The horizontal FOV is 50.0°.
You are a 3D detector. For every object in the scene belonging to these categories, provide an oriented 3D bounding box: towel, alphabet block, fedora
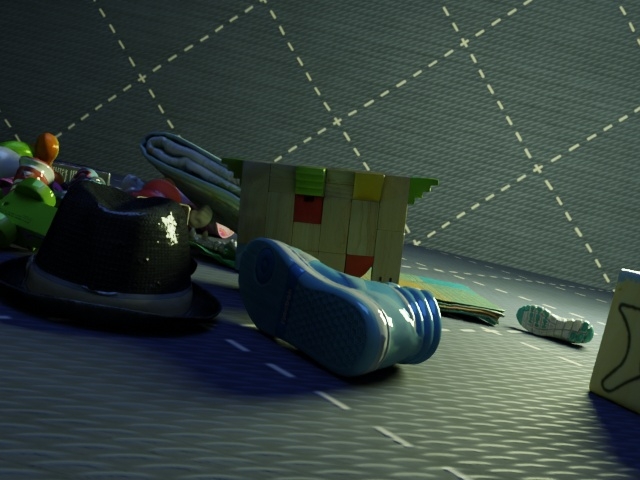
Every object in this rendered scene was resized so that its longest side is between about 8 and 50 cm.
[{"bbox_3d":[-0.224,-0.094,1.631,0.374,0.090,0.320,30,-14,25],"label":"towel"},{"bbox_3d":[0.551,0.167,1.019,0.193,0.197,0.192,10,7,-28],"label":"alphabet block"},{"bbox_3d":[-0.270,0.007,0.933,0.334,0.152,0.334,13,5,-1],"label":"fedora"},{"bbox_3d":[0.197,0.112,1.563,0.370,0.040,0.271,11,7,-9],"label":"towel"}]

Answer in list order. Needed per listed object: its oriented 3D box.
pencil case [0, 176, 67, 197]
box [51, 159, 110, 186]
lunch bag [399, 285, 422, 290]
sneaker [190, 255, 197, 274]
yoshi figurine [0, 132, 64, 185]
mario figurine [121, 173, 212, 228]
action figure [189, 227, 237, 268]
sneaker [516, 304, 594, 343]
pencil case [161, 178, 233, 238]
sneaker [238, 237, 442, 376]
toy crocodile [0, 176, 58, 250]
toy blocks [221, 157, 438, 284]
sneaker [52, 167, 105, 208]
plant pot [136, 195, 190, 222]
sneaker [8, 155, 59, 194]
[{"bbox_3d":[-0.613,-0.087,1.446,0.098,0.095,0.209,47,8,-1],"label":"pencil case"},{"bbox_3d":[-0.689,-0.154,1.827,0.207,0.108,0.153,8,7,-39],"label":"box"},{"bbox_3d":[0.185,0.121,1.386,0.083,0.053,0.071,3,4,-4],"label":"lunch bag"},{"bbox_3d":[-0.249,0.041,1.190,0.089,0.051,0.170,15,10,17],"label":"sneaker"},{"bbox_3d":[-0.759,-0.182,1.528,0.362,0.203,0.203,-1,23,-43],"label":"yoshi figurine"},{"bbox_3d":[-0.360,-0.093,1.610,0.198,0.170,0.320,-14,2,-6],"label":"mario figurine"},{"bbox_3d":[-0.172,0.030,1.448,0.232,0.063,0.137,19,4,25],"label":"action figure"},{"bbox_3d":[0.509,0.190,1.494,0.166,0.065,0.076,20,-8,30],"label":"sneaker"},{"bbox_3d":[-0.358,-0.092,1.933,0.284,0.124,0.124,15,5,26],"label":"pencil case"},{"bbox_3d":[0.033,0.091,0.966,0.208,0.127,0.319,6,18,-40],"label":"sneaker"},{"bbox_3d":[-0.551,-0.048,1.141,0.340,0.105,0.115,15,47,13],"label":"toy crocodile"},{"bbox_3d":[0.000,0.000,1.225,0.381,0.261,0.191,6,7,2],"label":"toy blocks"},{"bbox_3d":[-0.462,-0.079,1.299,0.104,0.125,0.262,-3,-5,-3],"label":"sneaker"},{"bbox_3d":[-0.337,-0.024,1.386,0.109,0.109,0.096,10,-6,-28],"label":"plant pot"},{"bbox_3d":[-0.547,-0.052,1.295,0.087,0.128,0.221,15,-29,4],"label":"sneaker"}]
